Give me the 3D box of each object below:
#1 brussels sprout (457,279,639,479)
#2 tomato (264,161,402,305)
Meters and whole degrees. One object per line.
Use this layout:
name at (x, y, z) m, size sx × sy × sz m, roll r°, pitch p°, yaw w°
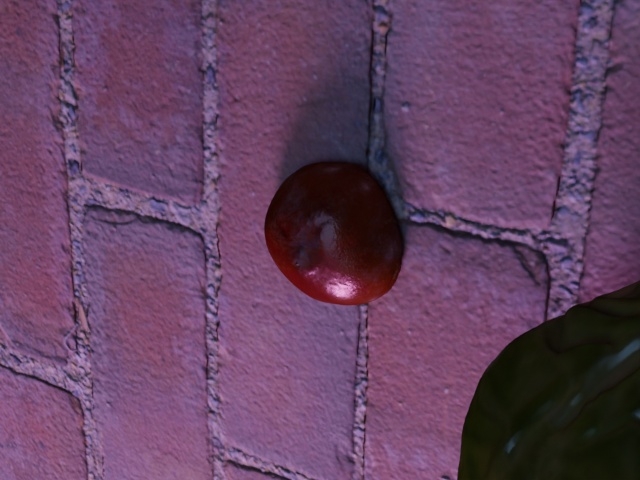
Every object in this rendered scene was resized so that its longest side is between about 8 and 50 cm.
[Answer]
brussels sprout at (0.285, 0.167, 0.864) m, size 0.355 × 0.281 × 0.289 m, roll -59°, pitch 40°, yaw 14°
tomato at (0.000, 0.000, 1.115) m, size 0.155 × 0.069 × 0.156 m, roll 13°, pitch 114°, yaw 31°
